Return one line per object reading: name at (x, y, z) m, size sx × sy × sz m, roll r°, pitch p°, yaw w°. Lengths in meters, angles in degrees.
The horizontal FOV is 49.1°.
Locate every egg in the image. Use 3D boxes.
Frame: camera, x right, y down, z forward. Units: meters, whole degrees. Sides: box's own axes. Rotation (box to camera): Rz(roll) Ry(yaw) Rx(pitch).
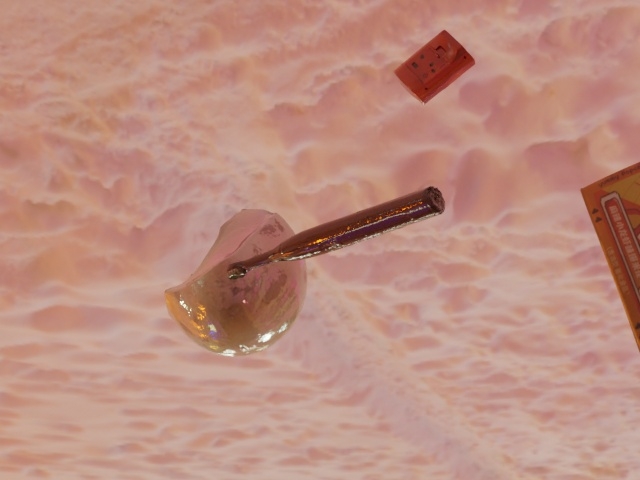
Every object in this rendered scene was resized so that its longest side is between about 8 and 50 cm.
egg at (-0.131, 0.089, 1.180) m, size 0.206 × 0.271 × 0.162 m, roll 41°, pitch -176°, yaw 0°

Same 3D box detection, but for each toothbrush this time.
toothbrush at (0.000, -0.001, 0.901) m, size 0.364 × 0.041 × 0.041 m, roll -19°, pitch 145°, yaw 38°

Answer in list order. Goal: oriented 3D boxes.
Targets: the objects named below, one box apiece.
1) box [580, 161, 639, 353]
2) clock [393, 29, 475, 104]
box at (0.553, 0.027, 0.986) m, size 0.259 × 0.284 × 0.214 m, roll -23°, pitch 150°, yaw 24°
clock at (0.249, -0.393, 1.573) m, size 0.155 × 0.113 × 0.061 m, roll -40°, pitch 151°, yaw 6°
